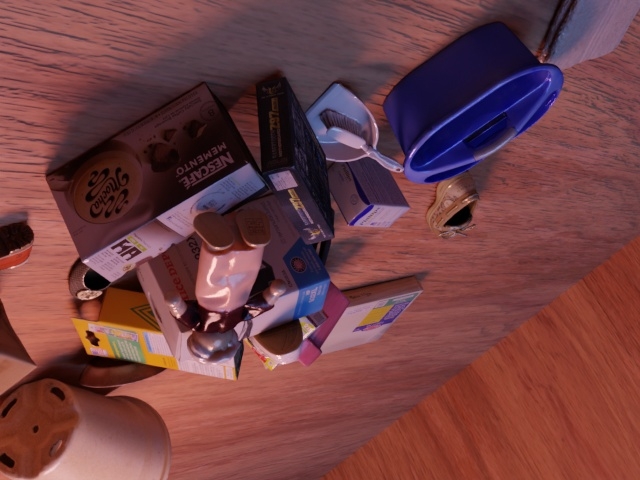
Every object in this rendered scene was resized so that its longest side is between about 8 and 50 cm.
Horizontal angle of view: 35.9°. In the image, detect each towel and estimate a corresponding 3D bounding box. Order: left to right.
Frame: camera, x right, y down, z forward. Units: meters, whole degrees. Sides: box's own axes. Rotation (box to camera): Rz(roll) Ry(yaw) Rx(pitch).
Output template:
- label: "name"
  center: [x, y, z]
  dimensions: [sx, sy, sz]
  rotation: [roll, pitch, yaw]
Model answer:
- label: "towel"
  center: [0.525, -0.432, 1.886]
  dimensions: [0.187, 0.049, 0.282]
  rotation: [-20, 156, -17]

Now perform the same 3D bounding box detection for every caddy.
- label: "caddy"
  center: [0.286, -0.239, 1.841]
  dimensions: [0.341, 0.179, 0.241]
  rotation: [-35, 157, 12]

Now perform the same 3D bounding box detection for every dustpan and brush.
- label: "dustpan and brush"
  center: [0.068, -0.179, 1.772]
  dimensions: [0.211, 0.060, 0.147]
  rotation: [22, 130, -35]

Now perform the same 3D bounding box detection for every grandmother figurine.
- label: "grandmother figurine"
  center: [-0.159, 0.091, 1.634]
  dimensions: [0.207, 0.104, 0.342]
  rotation: [3, 138, -16]

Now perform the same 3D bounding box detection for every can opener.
- label: "can opener"
  center: [0.000, 0.000, 2.028]
  dimensions: [0.059, 0.186, 0.073]
  rotation: [-7, 132, 12]

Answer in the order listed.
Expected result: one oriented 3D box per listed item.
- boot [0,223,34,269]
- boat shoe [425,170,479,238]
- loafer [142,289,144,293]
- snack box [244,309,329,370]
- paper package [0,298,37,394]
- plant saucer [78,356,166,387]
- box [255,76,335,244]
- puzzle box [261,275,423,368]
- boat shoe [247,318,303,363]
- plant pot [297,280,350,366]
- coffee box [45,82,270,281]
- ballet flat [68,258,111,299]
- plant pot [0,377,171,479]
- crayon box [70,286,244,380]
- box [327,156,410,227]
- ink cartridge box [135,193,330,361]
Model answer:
- label: "boot"
  center: [-0.544, 0.031, 1.607]
  dimensions: [0.158, 0.059, 0.084]
  rotation: [-19, 159, -25]
- label: "boat shoe"
  center: [0.317, -0.065, 2.335]
  dimensions: [0.104, 0.089, 0.285]
  rotation: [-26, 157, -8]
- label: "loafer"
  center: [-0.304, 0.093, 2.018]
  dimensions: [0.125, 0.045, 0.039]
  rotation: [-24, 150, -4]
- label: "snack box"
  center: [-0.112, 0.147, 2.129]
  dimensions: [0.174, 0.207, 0.070]
  rotation: [-45, 175, 33]
- label: "paper package"
  center: [-0.698, 0.215, 1.623]
  dimensions: [0.325, 0.168, 0.309]
  rotation: [-39, 156, 3]
- label: "plant saucer"
  center: [-0.426, 0.268, 2.136]
  dimensions: [0.198, 0.036, 0.198]
  rotation: [-9, -169, 2]
- label: "box"
  center: [-0.041, -0.128, 1.638]
  dimensions: [0.059, 0.183, 0.233]
  rotation: [-12, 149, 12]
- label: "puzzle box"
  center: [0.058, 0.220, 2.665]
  dimensions: [0.409, 0.052, 0.272]
  rotation: [-9, 149, -38]
- label: "boat shoe"
  center: [-0.097, 0.189, 1.979]
  dimensions: [0.098, 0.277, 0.096]
  rotation: [-16, 115, -14]
- label: "plant pot"
  center: [-0.038, 0.161, 2.292]
  dimensions: [0.180, 0.201, 0.201]
  rotation: [-45, 157, -4]
- label: "coffee box"
  center: [-0.253, -0.089, 1.550]
  dimensions: [0.297, 0.168, 0.119]
  rotation: [-30, 157, 2]
- label: "ballet flat"
  center: [-0.386, 0.041, 1.798]
  dimensions: [0.084, 0.058, 0.250]
  rotation: [-1, 144, -46]
- label: "plant pot"
  center: [-0.550, 0.458, 2.183]
  dimensions: [0.334, 0.334, 0.305]
  rotation: [-31, 146, 5]
- label: "crayon box"
  center: [-0.322, 0.187, 1.999]
  dimensions: [0.323, 0.083, 0.203]
  rotation: [9, 153, 2]
- label: "box"
  center: [0.092, -0.098, 1.972]
  dimensions: [0.137, 0.126, 0.072]
  rotation: [2, 143, -50]
- label: "ink cartridge box"
  center: [-0.170, 0.065, 1.881]
  dimensions: [0.307, 0.223, 0.129]
  rotation: [-19, 153, -21]
